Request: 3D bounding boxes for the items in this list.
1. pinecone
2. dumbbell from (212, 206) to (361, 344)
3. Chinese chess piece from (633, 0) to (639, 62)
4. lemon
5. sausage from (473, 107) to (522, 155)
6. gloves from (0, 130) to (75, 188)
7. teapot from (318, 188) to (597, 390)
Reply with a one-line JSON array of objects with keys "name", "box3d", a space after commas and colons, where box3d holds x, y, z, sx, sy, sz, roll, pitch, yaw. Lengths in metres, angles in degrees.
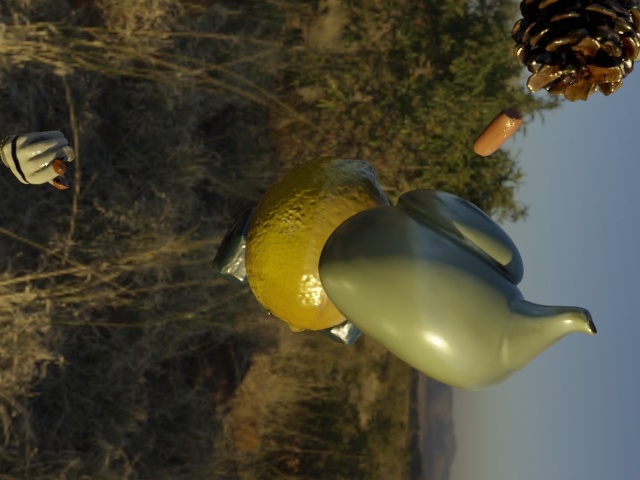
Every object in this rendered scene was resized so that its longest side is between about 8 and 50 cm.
[{"name": "pinecone", "box3d": [0.371, -0.285, 1.104, 0.179, 0.184, 0.204, 107, -17, -51]}, {"name": "dumbbell", "box3d": [-0.043, 0.070, 1.472, 0.156, 0.316, 0.143, -55, -166, 18]}, {"name": "Chinese chess piece", "box3d": [0.643, -0.521, 1.596, 0.349, 0.349, 0.146, 74, 16, -59]}, {"name": "lemon", "box3d": [-0.002, 0.004, 1.200, 0.236, 0.236, 0.263, 67, 25, -67]}, {"name": "sausage", "box3d": [0.240, -0.146, 1.047, 0.083, 0.034, 0.034, 129, -23, -48]}, {"name": "gloves", "box3d": [-0.694, -0.196, 1.876, 0.131, 0.219, 0.140, -11, 112, -37]}, {"name": "teapot", "box3d": [0.110, 0.036, 0.756, 0.149, 0.220, 0.318, -54, -176, 2]}]
